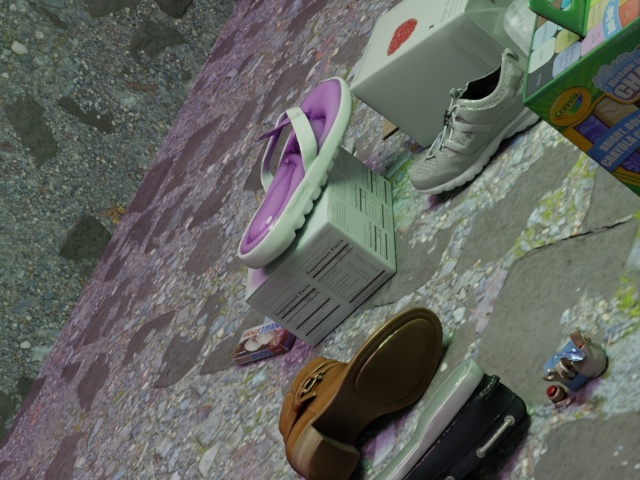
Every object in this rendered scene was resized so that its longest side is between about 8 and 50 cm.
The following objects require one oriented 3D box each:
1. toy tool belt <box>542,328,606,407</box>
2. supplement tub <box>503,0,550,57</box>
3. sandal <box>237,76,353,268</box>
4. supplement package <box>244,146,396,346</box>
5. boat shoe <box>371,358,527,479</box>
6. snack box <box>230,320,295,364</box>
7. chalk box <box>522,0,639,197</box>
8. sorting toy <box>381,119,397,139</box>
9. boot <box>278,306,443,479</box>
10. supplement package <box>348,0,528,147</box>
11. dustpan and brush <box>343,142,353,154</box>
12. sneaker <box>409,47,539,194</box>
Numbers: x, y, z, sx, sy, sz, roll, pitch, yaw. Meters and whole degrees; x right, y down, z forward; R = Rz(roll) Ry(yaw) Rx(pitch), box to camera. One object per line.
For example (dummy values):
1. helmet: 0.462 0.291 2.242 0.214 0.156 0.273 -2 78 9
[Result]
1. toy tool belt: 0.263 0.134 1.304 0.083 0.051 0.052 -48 21 18
2. supplement tub: 0.402 -0.337 1.487 0.338 0.207 0.207 -51 20 21
3. sandal: -0.049 -0.138 1.933 0.169 0.102 0.416 -33 29 41
4. supplement package: 0.000 0.000 1.966 0.204 0.145 0.262 -44 22 26
5. boat shoe: 0.111 0.276 1.358 0.302 0.091 0.114 -53 0 10
6. snack box: -0.093 0.171 2.078 0.178 0.022 0.064 -23 35 55
7. chalk box: 0.344 -0.202 1.311 0.179 0.289 0.180 -35 28 42
8. sorting toy: 0.137 -0.226 2.209 0.062 0.012 0.083 -41 27 45
9. boot: 0.044 0.194 1.653 0.283 0.109 0.220 -61 16 2
10. supplement package: 0.214 -0.307 1.929 0.293 0.175 0.177 -29 33 50
11. dustpan and brush: 0.023 -0.112 2.239 0.147 0.060 0.211 -32 37 44
12. sneaker: 0.221 -0.182 1.802 0.281 0.115 0.105 -43 23 29
